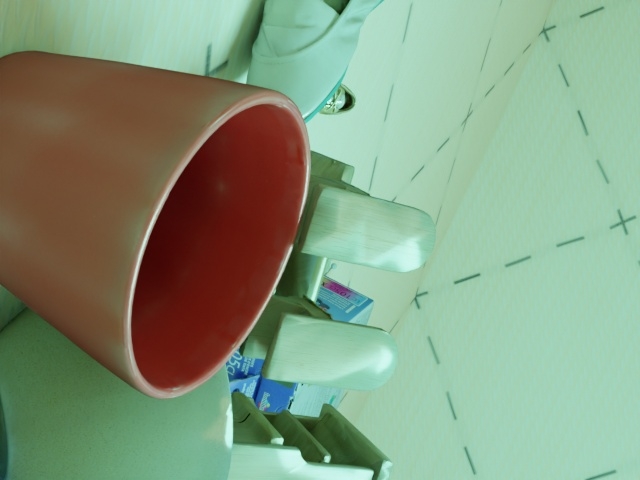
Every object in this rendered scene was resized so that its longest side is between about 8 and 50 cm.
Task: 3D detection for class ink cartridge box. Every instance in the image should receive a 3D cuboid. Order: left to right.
[{"bbox_3d":[-0.065,0.247,1.704,0.395,0.151,0.270,-32,142,-64],"label":"ink cartridge box"}]

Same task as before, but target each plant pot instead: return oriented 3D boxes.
[{"bbox_3d":[-0.239,0.163,0.937,0.191,0.284,0.284,-8,127,-32],"label":"plant pot"},{"bbox_3d":[-0.178,-0.034,0.792,0.275,0.243,0.275,-52,155,-36],"label":"plant pot"}]

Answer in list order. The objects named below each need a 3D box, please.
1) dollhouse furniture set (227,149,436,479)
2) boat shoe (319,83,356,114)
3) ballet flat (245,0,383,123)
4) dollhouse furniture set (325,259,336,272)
[{"bbox_3d":[-0.018,0.098,1.094,0.256,0.362,0.394,12,99,-29],"label":"dollhouse furniture set"},{"bbox_3d":[0.013,-0.227,1.440,0.170,0.059,0.063,-21,133,-67],"label":"boat shoe"},{"bbox_3d":[-0.004,-0.308,1.208,0.139,0.139,0.400,92,23,-52],"label":"ballet flat"},{"bbox_3d":[0.000,0.000,1.677,0.114,0.081,0.091,-69,163,11],"label":"dollhouse furniture set"}]
